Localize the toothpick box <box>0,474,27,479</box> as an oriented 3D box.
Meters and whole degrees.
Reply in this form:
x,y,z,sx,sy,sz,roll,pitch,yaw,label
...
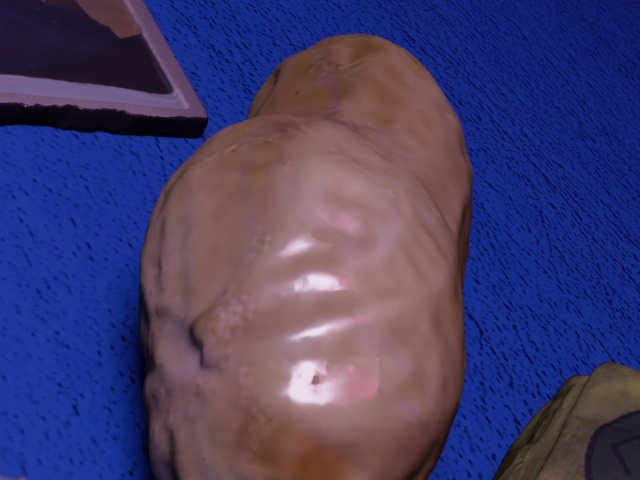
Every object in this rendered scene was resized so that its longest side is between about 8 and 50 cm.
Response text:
x,y,z,sx,sy,sz,roll,pitch,yaw,label
-0.146,0.090,0.362,0.153,0.101,0.101,31,33,-4,toothpick box

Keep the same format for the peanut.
x,y,z,sx,sy,sz,roll,pitch,yaw,label
0.000,0.000,0.576,0.147,0.147,0.319,29,36,-10,peanut

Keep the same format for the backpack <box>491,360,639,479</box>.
x,y,z,sx,sy,sz,roll,pitch,yaw,label
0.175,0.161,0.493,0.253,0.140,0.207,19,29,15,backpack

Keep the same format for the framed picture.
x,y,z,sx,sy,sz,roll,pitch,yaw,label
-0.200,-0.131,0.673,0.265,0.018,0.192,0,48,-42,framed picture
